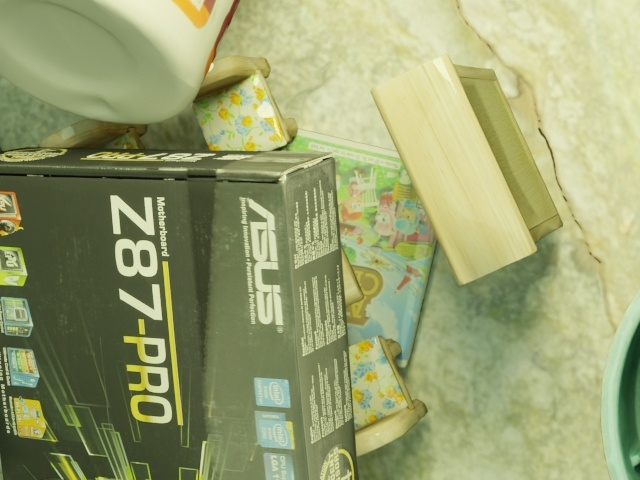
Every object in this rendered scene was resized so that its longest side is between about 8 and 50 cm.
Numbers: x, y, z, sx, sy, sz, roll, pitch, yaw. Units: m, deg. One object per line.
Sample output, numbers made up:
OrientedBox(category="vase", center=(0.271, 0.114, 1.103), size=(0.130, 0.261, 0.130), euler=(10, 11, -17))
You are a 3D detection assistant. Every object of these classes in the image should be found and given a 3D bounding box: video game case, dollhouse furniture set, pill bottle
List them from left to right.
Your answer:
OrientedBox(category="pill bottle", center=(-0.138, -0.314, 1.617), size=(0.224, 0.224, 0.392), euler=(17, 64, 10))
OrientedBox(category="dollhouse furniture set", center=(-0.014, 0.007, 1.644), size=(0.394, 0.256, 0.362), euler=(-25, 88, 13))
OrientedBox(category="video game case", center=(0.000, 0.000, 1.784), size=(0.212, 0.023, 0.193), euler=(14, 97, 11))

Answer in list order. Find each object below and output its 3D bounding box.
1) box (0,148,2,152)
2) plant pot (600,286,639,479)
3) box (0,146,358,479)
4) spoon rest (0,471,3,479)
OrientedBox(category="box", center=(-0.420, -0.147, 1.804), size=(0.121, 0.148, 0.311), euler=(-30, 86, 13))
OrientedBox(category="plant pot", center=(0.405, 0.119, 1.548), size=(0.341, 0.334, 0.341), euler=(1, 93, 11))
OrientedBox(category="box", center=(-0.127, 0.122, 1.600), size=(0.318, 0.097, 0.395), euler=(3, 104, 29))
OrientedBox(category="spoon rest", center=(-0.256, 0.126, 1.809), size=(0.084, 0.137, 0.276), euler=(16, 111, -19))
